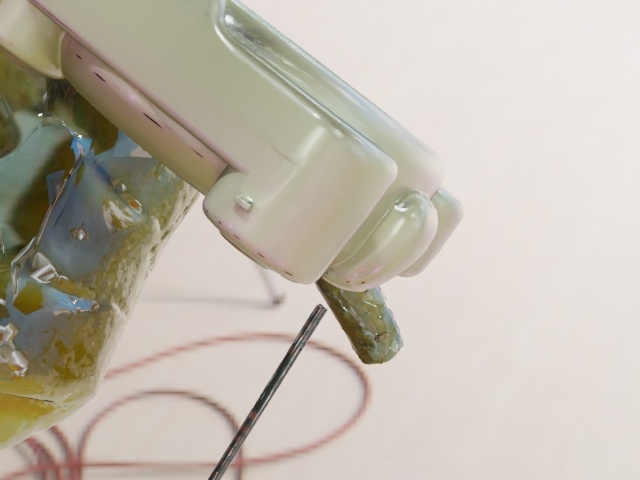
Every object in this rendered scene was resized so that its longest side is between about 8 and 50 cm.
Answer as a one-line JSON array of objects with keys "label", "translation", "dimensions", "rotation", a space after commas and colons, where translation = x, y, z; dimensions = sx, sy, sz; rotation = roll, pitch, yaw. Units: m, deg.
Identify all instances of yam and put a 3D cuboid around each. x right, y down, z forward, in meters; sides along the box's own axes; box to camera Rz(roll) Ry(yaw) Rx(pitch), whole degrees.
[{"label": "yam", "translation": [0.000, 0.000, 2.040], "dimensions": [0.071, 0.317, 0.067], "rotation": [-26, 10, 24]}]

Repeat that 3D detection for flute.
[{"label": "flute", "translation": [-0.068, 0.177, 1.736], "dimensions": [0.014, 0.014, 0.269], "rotation": [25, 78, 34]}]

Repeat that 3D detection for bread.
[{"label": "bread", "translation": [-0.268, -0.001, 1.307], "dimensions": [0.300, 0.210, 0.341], "rotation": [34, 69, -12]}]

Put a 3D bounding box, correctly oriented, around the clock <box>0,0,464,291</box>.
[{"label": "clock", "translation": [-0.046, -0.079, 1.104], "dimensions": [0.284, 0.114, 0.309], "rotation": [38, 5, 21]}]
